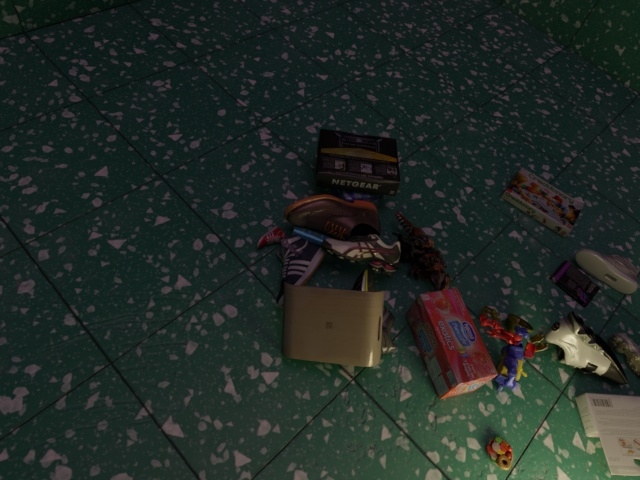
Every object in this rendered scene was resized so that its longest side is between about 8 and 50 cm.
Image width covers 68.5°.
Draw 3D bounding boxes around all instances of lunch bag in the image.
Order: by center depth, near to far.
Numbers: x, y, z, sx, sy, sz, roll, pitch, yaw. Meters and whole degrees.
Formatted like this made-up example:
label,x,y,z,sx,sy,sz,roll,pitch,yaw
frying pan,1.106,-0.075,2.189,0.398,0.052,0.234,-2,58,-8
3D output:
label,x,y,z,sx,sy,sz,roll,pitch,yaw
lunch bag,0.135,-0.218,1.833,0.175,0.090,0.219,-6,56,-13

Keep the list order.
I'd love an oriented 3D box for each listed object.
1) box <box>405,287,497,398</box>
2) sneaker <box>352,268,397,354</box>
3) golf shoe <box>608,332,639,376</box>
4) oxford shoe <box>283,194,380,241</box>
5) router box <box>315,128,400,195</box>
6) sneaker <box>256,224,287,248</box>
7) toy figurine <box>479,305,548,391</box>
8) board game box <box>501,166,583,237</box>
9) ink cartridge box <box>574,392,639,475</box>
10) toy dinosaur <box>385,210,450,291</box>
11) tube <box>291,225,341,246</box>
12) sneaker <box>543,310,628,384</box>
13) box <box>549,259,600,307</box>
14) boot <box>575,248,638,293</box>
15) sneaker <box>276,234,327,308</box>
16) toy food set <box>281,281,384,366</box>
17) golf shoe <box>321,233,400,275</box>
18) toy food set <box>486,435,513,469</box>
label,x,y,z,sx,sy,sz,roll,pitch,yaw
box,0.402,0.322,1.484,0.142,0.154,0.300,-7,57,-18
sneaker,0.173,0.236,1.530,0.121,0.111,0.300,5,62,-17
golf shoe,1.105,0.398,1.646,0.085,0.069,0.176,-15,62,-29
oxford shoe,0.052,-0.072,1.669,0.363,0.130,0.133,0,51,-19
router box,0.140,-0.299,1.785,0.308,0.081,0.243,7,52,-5
sneaker,-0.166,0.000,1.641,0.067,0.042,0.118,34,53,15
toy figurine,0.583,0.368,1.512,0.191,0.218,0.362,15,9,15
board game box,0.946,-0.167,2.003,0.305,0.053,0.193,36,56,12
ink cartridge box,0.968,0.609,1.471,0.274,0.060,0.239,7,56,-9
toy dinosaur,0.340,0.043,1.693,0.218,0.165,0.322,-5,38,-33
tube,0.000,0.000,1.674,0.206,0.052,0.080,17,29,-3
sneaker,0.889,0.384,1.588,0.330,0.146,0.122,42,28,-9
box,0.973,0.164,1.797,0.116,0.029,0.162,-34,68,-29
boot,1.128,0.094,1.853,0.258,0.095,0.123,37,50,3
sneaker,-0.105,0.092,1.554,0.153,0.099,0.282,34,49,5
toy food set,0.032,0.245,1.406,0.305,0.092,0.220,4,94,9
golf shoe,0.138,0.027,1.594,0.272,0.105,0.120,17,89,-4
toy food set,0.529,0.624,1.384,0.082,0.020,0.083,35,56,12
